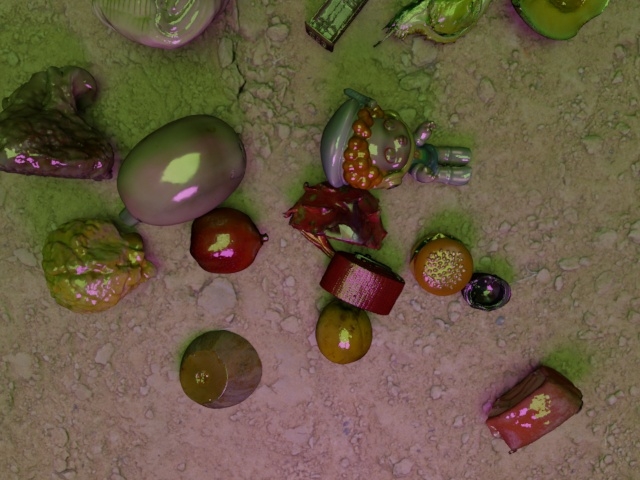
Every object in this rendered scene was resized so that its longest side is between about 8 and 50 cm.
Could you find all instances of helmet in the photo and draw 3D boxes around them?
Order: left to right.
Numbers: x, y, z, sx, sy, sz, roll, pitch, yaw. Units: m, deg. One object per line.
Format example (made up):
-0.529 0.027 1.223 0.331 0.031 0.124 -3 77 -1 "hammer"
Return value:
0.416 0.126 1.470 0.123 0.070 0.098 8 106 -13 "helmet"

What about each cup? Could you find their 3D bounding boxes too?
-0.457 -0.075 1.451 0.083 0.075 0.054 -42 60 9 "cup"

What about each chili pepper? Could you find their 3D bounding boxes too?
0.000 0.000 1.470 0.045 0.027 0.178 -43 96 10 "chili pepper"

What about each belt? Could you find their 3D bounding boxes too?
0.110 0.098 1.429 0.201 0.128 0.124 24 99 -15 "belt"

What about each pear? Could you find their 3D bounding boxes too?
0.059 0.230 1.445 0.149 0.149 0.162 -2 106 0 "pear"

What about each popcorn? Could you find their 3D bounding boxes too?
-0.546 0.067 1.394 0.259 0.259 0.212 46 121 -7 "popcorn"

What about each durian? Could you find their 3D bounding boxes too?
0.302 -0.538 1.349 0.375 0.132 0.106 -27 74 0 "durian"

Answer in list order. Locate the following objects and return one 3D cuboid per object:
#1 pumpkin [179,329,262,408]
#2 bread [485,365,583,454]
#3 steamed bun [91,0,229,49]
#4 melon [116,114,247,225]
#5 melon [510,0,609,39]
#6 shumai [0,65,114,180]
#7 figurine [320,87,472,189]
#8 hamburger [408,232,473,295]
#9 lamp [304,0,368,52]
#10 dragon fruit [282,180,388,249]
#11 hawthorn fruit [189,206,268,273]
-0.271 0.351 1.488 0.218 0.110 0.217 1 99 6 "pumpkin"
0.538 0.432 1.466 0.244 0.190 0.123 -44 83 9 "bread"
-0.334 -0.602 1.268 0.352 0.247 0.339 29 112 31 "steamed bun"
-0.319 -0.163 1.342 0.317 0.223 0.223 -32 98 -5 "melon"
0.562 -0.578 1.345 0.265 0.129 0.169 -39 119 2 "melon"
-0.608 -0.271 1.295 0.267 0.314 0.262 3 95 12 "shumai"
0.175 -0.185 1.370 0.382 0.205 0.224 22 74 -17 "figurine"
0.302 0.059 1.436 0.162 0.115 0.161 0 98 1 "hamburger"
0.093 -0.604 1.347 0.090 0.089 0.325 39 96 -5 "lamp"
0.057 -0.076 1.398 0.274 0.126 0.161 15 87 -12 "dragon fruit"
-0.223 -0.003 1.405 0.188 0.169 0.169 -12 99 3 "hawthorn fruit"
